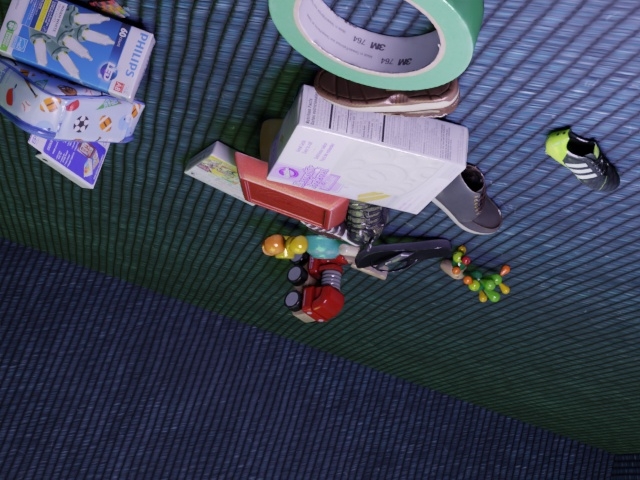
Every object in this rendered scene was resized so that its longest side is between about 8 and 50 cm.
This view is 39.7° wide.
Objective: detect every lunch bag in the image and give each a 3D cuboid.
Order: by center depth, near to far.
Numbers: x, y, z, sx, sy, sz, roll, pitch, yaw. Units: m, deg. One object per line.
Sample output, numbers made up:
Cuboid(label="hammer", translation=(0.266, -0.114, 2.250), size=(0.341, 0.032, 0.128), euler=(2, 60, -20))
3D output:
Cuboid(label="lunch bag", translation=(-0.520, -0.287, 1.787), size=(0.243, 0.114, 0.303), euler=(31, -163, 27))

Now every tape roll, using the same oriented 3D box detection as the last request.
Cuboid(label="tape roll", translation=(0.083, -0.347, 1.351), size=(0.321, 0.077, 0.321), euler=(15, 161, 5))

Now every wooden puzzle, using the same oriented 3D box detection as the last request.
Cuboid(label="wooden puzzle", translation=(-0.389, -0.430, 1.647), size=(0.083, 0.006, 0.049), euler=(4, 157, 35))

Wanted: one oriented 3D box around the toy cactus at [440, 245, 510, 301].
Cuboid(label="toy cactus", translation=(0.384, 0.077, 2.282), size=(0.219, 0.112, 0.180), euler=(30, 177, -39))

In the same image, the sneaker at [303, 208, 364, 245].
Cuboid(label="sneaker", translation=(-0.021, -0.065, 2.203), size=(0.281, 0.106, 0.163), euler=(34, 162, -34))

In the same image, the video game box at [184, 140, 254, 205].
Cuboid(label="video game box", translation=(-0.208, -0.162, 2.179), size=(0.205, 0.048, 0.187), euler=(26, 162, -24))

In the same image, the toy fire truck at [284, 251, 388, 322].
Cuboid(label="toy fire truck", translation=(0.047, 0.116, 2.510), size=(0.246, 0.217, 0.158), euler=(-13, 146, 31))

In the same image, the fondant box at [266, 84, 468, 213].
Cuboid(label="fondant box", translation=(0.085, -0.167, 1.716), size=(0.331, 0.096, 0.238), euler=(13, 156, -13))

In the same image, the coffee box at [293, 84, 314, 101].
Cuboid(label="coffee box", translation=(0.026, -0.240, 1.754), size=(0.113, 0.040, 0.184), euler=(8, 158, 22))

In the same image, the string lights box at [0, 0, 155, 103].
Cuboid(label="string lights box", translation=(-0.457, -0.368, 1.667), size=(0.260, 0.133, 0.077), euler=(19, 178, -7))

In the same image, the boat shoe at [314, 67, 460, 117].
Cuboid(label="boat shoe", translation=(0.118, -0.254, 1.560), size=(0.258, 0.095, 0.095), euler=(10, 166, 20))

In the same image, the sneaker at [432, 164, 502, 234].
Cuboid(label="sneaker", translation=(0.328, -0.081, 1.868), size=(0.222, 0.083, 0.118), euler=(29, 158, -28))

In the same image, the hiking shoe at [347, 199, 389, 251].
Cuboid(label="hiking shoe", translation=(0.105, -0.056, 2.089), size=(0.086, 0.114, 0.227), euler=(8, 159, 26))

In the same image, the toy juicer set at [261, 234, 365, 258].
Cuboid(label="toy juicer set", translation=(0.000, 0.000, 2.347), size=(0.329, 0.089, 0.209), euler=(1, 174, 20))

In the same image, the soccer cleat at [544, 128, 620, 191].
Cuboid(label="soccer cleat", translation=(0.484, -0.142, 1.597), size=(0.179, 0.060, 0.072), euler=(29, 157, -22))

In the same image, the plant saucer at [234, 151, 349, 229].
Cuboid(label="plant saucer", translation=(-0.068, -0.096, 1.940), size=(0.259, 0.047, 0.259), euler=(20, 168, 2))

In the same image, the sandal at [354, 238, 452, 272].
Cuboid(label="sandal", translation=(0.207, 0.044, 2.250), size=(0.255, 0.054, 0.097), euler=(-9, 158, 18))

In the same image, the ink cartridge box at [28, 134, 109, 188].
Cuboid(label="ink cartridge box", translation=(-0.558, -0.254, 1.989), size=(0.045, 0.206, 0.208), euler=(1, 154, 32))

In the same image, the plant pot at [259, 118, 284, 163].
Cuboid(label="plant pot", translation=(-0.077, -0.187, 1.913), size=(0.134, 0.095, 0.134), euler=(16, 162, 6))
